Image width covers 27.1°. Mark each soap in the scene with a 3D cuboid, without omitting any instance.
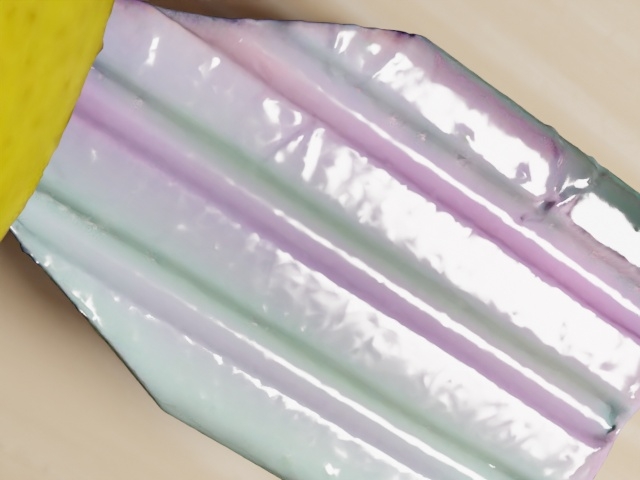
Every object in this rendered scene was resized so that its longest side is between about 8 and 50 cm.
[{"bbox_3d":[0.000,0.000,0.596,0.324,0.109,0.193,32,91,-19],"label":"soap"}]

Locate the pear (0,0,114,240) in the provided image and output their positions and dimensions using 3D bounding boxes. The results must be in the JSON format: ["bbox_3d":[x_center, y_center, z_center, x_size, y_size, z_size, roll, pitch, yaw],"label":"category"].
[{"bbox_3d":[-0.249,-0.102,0.351,0.386,0.191,0.340,-38,81,9],"label":"pear"}]
